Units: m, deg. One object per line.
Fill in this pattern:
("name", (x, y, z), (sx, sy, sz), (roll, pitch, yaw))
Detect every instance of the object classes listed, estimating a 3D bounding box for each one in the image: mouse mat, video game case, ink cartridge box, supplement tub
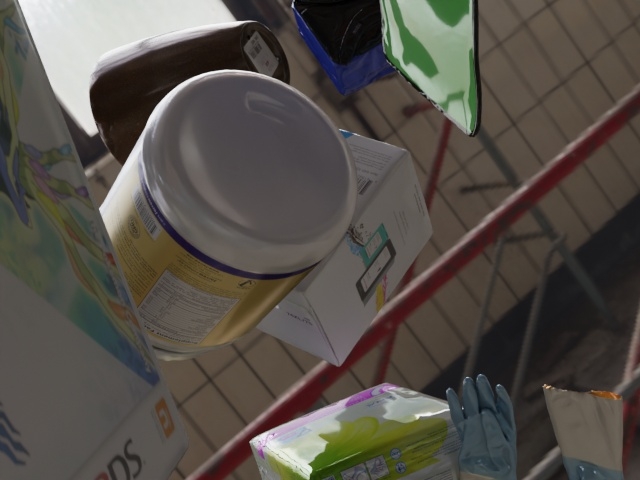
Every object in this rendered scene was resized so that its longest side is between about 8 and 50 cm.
("mouse mat", (0.062, -0.173, 0.601), (0.007, 0.189, 0.152), (-16, 35, -12))
("video game case", (-0.155, -0.011, 0.393), (0.036, 0.328, 0.300), (-20, 6, 8))
("ink cartridge box", (0.000, 0.000, 1.432), (0.198, 0.197, 0.270), (22, 62, 32))
("supplement tub", (-0.130, -0.013, 1.129), (0.241, 0.241, 0.331), (-45, -1, -39))

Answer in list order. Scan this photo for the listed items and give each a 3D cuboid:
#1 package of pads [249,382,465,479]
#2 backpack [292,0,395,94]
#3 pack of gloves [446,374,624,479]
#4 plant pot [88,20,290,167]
("package of pads", (0.059, 0.275, 1.247), (0.229, 0.101, 0.296), (-19, 4, -17))
("backpack", (0.048, -0.200, 0.900), (0.120, 0.098, 0.101), (-31, -18, -4))
("pack of gloves", (0.242, 0.241, 1.076), (0.195, 0.232, 0.046), (6, 30, 31))
("plant pot", (-0.165, -0.212, 1.367), (0.230, 0.215, 0.215), (-20, 17, 32))
